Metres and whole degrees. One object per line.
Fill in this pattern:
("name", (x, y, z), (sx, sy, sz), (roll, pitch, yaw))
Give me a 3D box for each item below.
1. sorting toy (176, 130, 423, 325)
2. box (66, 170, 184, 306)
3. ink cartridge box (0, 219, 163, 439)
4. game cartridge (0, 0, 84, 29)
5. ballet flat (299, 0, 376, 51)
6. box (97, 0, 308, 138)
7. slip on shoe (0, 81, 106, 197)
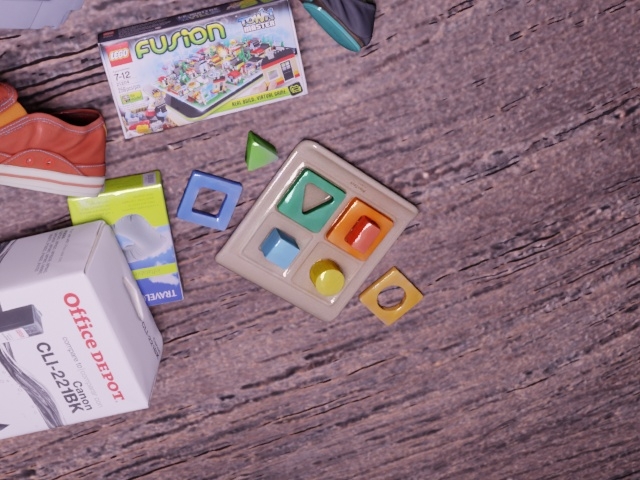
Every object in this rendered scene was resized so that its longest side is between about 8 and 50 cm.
("sorting toy", (0.000, 0.000, 1.288), (0.348, 0.047, 0.196), (30, 108, -26))
("box", (-0.224, 0.013, 1.248), (0.109, 0.042, 0.178), (-10, 120, -5))
("ink cartridge box", (-0.340, 0.110, 1.205), (0.273, 0.114, 0.197), (-14, 122, 8))
("game cartridge", (-0.298, -0.280, 0.949), (0.297, 0.062, 0.198), (-16, 141, -59))
("ballet flat", (-0.005, -0.268, 1.102), (0.074, 0.074, 0.203), (-45, 141, 13))
("box", (-0.126, -0.190, 1.159), (0.207, 0.036, 0.114), (-15, 121, -4))
("slip on shoe", (-0.343, -0.111, 1.055), (0.331, 0.123, 0.101), (7, 98, -53))
